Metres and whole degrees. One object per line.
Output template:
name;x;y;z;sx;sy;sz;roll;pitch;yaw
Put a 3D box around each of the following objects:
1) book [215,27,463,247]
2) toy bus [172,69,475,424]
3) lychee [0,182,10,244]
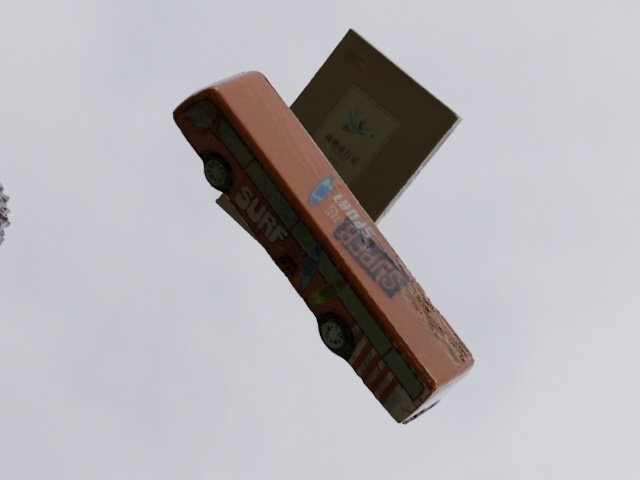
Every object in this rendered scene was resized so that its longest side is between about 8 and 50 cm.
book;0.021;-0.108;2.418;0.217;0.310;0.021;43;8;26
toy bus;0.000;0.000;1.828;0.409;0.093;0.092;53;-46;9
lychee;-0.396;-0.036;1.726;0.188;0.188;0.188;39;-33;32
